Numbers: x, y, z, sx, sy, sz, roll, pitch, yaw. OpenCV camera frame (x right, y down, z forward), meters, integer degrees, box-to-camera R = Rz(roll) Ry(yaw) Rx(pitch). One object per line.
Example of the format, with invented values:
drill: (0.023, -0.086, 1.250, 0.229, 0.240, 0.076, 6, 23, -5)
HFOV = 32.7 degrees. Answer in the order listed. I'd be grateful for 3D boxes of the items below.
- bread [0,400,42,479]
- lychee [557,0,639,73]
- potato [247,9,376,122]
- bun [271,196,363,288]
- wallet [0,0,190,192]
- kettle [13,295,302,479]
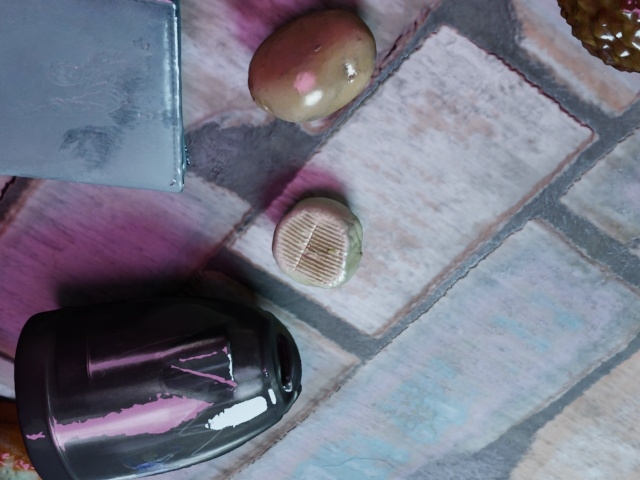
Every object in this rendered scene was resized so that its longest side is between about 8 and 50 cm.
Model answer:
bread: (-0.479, 0.366, 1.603, 0.328, 0.114, 0.295, -4, 127, 9)
lychee: (0.326, -0.266, 0.947, 0.268, 0.267, 0.267, 3, 129, 3)
potato: (-0.011, -0.180, 1.129, 0.147, 0.112, 0.112, -32, 119, 19)
bun: (0.000, 0.000, 1.294, 0.115, 0.069, 0.115, 5, 110, 13)
wallet: (-0.268, -0.169, 1.173, 0.252, 0.054, 0.290, 8, 137, -1)
kettle: (-0.175, 0.193, 1.394, 0.324, 0.228, 0.321, -10, 153, 8)
